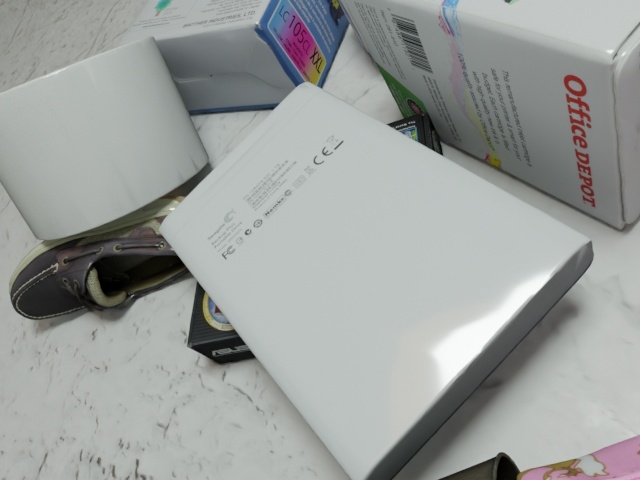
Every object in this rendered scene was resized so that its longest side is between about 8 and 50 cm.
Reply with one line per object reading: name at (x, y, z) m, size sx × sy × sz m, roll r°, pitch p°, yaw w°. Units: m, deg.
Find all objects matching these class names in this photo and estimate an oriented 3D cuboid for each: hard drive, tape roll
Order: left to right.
tape roll at (-0.287, -0.131, 0.703) m, size 0.246 × 0.169 × 0.246 m, roll -18°, pitch 23°, yaw 8°
hard drive at (0.013, 0.002, 0.500) m, size 0.233 × 0.047 × 0.353 m, roll -45°, pitch 48°, yaw -4°

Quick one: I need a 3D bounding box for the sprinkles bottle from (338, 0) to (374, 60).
sprinkles bottle at (0.190, -0.359, 0.664) m, size 0.355 × 0.121 × 0.121 m, roll -30°, pitch 49°, yaw 10°

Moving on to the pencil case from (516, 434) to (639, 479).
pencil case at (0.295, 0.090, 0.266) m, size 0.386 × 0.167 × 0.160 m, roll -34°, pitch 76°, yaw 4°

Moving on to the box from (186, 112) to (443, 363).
box at (0.000, 0.000, 0.579) m, size 0.270 × 0.060 × 0.216 m, roll -14°, pitch 54°, yaw 23°

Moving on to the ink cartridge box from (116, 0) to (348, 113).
ink cartridge box at (-0.083, -0.393, 0.829) m, size 0.269 × 0.151 × 0.396 m, roll 6°, pitch 65°, yaw 33°

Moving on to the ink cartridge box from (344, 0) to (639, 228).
ink cartridge box at (0.172, -0.160, 0.488) m, size 0.117 × 0.201 × 0.278 m, roll -47°, pitch 49°, yaw -4°

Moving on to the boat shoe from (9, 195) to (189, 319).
boat shoe at (-0.269, 0.039, 0.689) m, size 0.285 × 0.103 × 0.092 m, roll -22°, pitch 46°, yaw 9°

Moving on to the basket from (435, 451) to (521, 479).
basket at (0.028, 0.254, 0.339) m, size 0.226 × 0.154 × 0.204 m, roll -21°, pitch 40°, yaw 22°
